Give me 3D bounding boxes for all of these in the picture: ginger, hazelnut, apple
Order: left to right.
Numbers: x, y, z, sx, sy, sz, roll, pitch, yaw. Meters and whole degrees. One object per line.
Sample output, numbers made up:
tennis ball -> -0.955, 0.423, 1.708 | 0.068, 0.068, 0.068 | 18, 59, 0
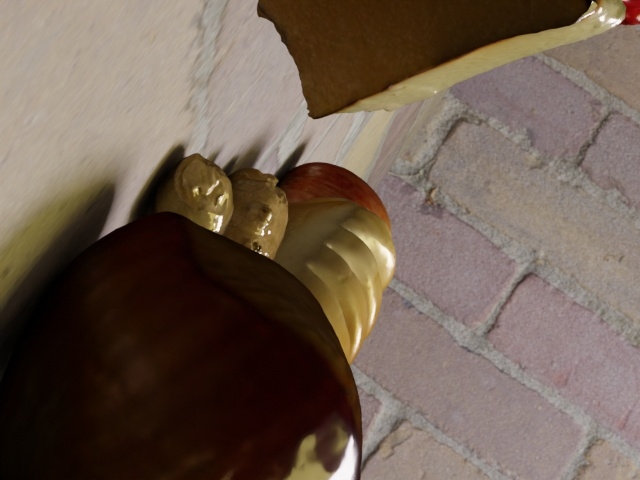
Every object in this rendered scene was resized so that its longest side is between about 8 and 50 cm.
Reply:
ginger -> -0.110, 0.037, 1.084 | 0.133, 0.059, 0.214 | -58, -179, -42
hazelnut -> -0.081, 0.109, 0.957 | 0.229, 0.229, 0.229 | -54, 177, -5
ginger -> -0.057, -0.017, 1.224 | 0.096, 0.067, 0.165 | -41, -165, 32
apple -> 0.000, 0.000, 1.642 | 0.146, 0.131, 0.146 | -56, 172, -13

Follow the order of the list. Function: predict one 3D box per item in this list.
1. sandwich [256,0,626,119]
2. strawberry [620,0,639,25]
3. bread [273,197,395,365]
sandwich -> 0.024, -0.155, 0.737 | 0.162, 0.193, 0.058 | -19, 170, 23
strawberry -> 0.372, -0.405, 2.054 | 0.345, 0.318, 0.295 | -3, 93, -46
bread -> -0.045, 0.062, 1.302 | 0.173, 0.121, 0.311 | -8, -162, 26
